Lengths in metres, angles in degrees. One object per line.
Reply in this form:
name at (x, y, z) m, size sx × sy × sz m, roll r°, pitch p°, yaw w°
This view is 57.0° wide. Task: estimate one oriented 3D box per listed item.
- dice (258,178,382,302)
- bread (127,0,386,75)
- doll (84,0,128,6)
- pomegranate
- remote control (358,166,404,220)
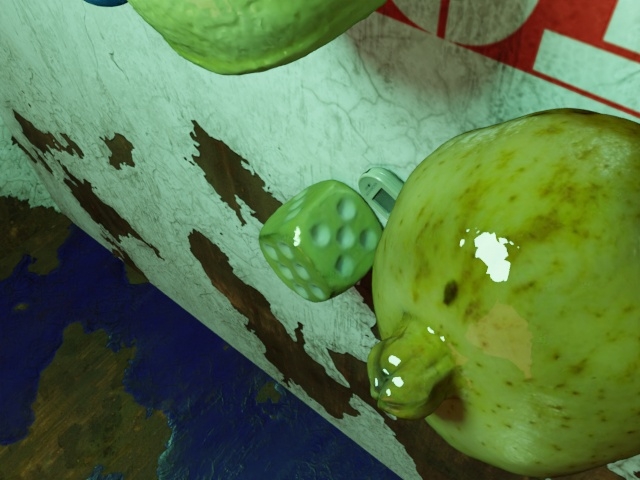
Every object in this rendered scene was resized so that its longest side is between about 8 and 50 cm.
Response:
dice at (0.000, 0.000, 1.099) m, size 0.169 × 0.169 × 0.166 m, roll 52°, pitch 153°, yaw -16°
bread at (-0.050, -0.317, 0.556) m, size 0.320 × 0.321 × 0.237 m, roll 10°, pitch 152°, yaw 49°
doll at (-0.297, -0.462, 0.900) m, size 0.256 × 0.161 × 0.215 m, roll 3°, pitch 121°, yaw 32°
pomegranate at (0.209, 0.061, 0.614) m, size 0.410 × 0.410 × 0.410 m, roll 34°, pitch 152°, yaw 21°
remote control at (0.154, -0.038, 0.971) m, size 0.221 × 0.042 × 0.078 m, roll 44°, pitch 155°, yaw 3°
